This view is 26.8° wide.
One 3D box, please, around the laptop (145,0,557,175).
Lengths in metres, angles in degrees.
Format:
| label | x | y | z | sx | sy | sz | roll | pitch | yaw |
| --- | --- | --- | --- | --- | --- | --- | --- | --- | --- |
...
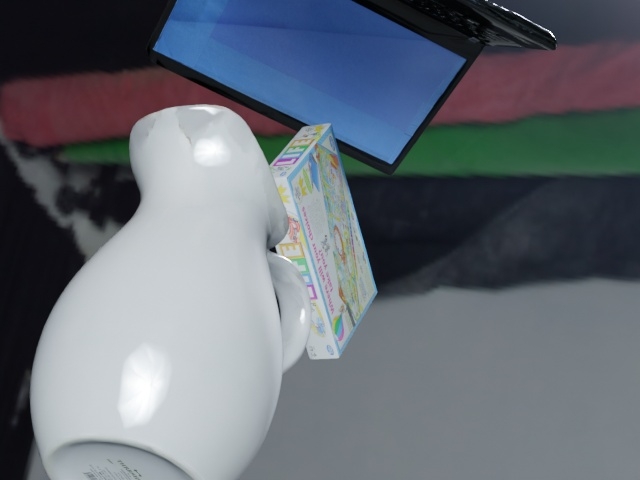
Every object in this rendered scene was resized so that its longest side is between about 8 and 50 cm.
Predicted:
| label | x | y | z | sx | sy | sz | roll | pitch | yaw |
| --- | --- | --- | --- | --- | --- | --- | --- | --- | --- |
| laptop | 0.006 | -0.140 | 0.975 | 0.234 | 0.136 | 0.264 | 24 | 5 | -12 |

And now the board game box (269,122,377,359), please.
| label | x | y | z | sx | sy | sz | roll | pitch | yaw |
| --- | --- | --- | --- | --- | --- | --- | --- | --- | --- |
| board game box | 0.000 | 0.000 | 1.041 | 0.026 | 0.103 | 0.154 | -5 | -65 | 23 |

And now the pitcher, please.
| label | x | y | z | sx | sy | sz | roll | pitch | yaw |
| --- | --- | --- | --- | --- | --- | --- | --- | --- | --- |
| pitcher | -0.064 | 0.057 | 0.731 | 0.126 | 0.207 | 0.177 | -14 | -47 | 28 |
